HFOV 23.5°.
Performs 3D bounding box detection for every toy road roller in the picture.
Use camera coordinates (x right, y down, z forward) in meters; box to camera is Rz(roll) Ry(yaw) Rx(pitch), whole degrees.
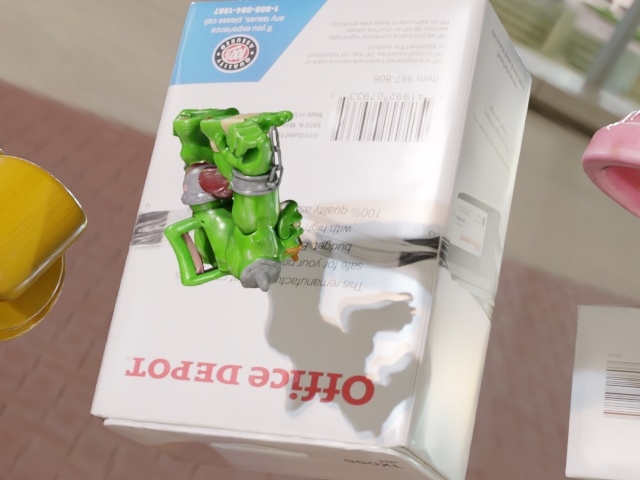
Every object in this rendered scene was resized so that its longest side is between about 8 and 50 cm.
[{"bbox_3d":[-0.398,-0.041,1.635,0.241,0.202,0.329,-10,-59,46],"label":"toy road roller"}]

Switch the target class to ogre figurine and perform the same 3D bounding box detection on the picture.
[{"bbox_3d":[-0.065,-0.032,1.086,0.097,0.118,0.197,-14,13,-36],"label":"ogre figurine"}]

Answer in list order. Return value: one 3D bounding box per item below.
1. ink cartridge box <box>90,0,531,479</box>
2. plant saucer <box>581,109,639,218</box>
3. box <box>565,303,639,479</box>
[{"bbox_3d":[0.000,0.000,1.323,0.285,0.394,0.166,3,-21,26],"label":"ink cartridge box"},{"bbox_3d":[0.360,-0.021,1.140,0.332,0.084,0.332,27,-3,2],"label":"plant saucer"},{"bbox_3d":[0.251,0.122,1.179,0.091,0.130,0.170,2,-8,21],"label":"box"}]
